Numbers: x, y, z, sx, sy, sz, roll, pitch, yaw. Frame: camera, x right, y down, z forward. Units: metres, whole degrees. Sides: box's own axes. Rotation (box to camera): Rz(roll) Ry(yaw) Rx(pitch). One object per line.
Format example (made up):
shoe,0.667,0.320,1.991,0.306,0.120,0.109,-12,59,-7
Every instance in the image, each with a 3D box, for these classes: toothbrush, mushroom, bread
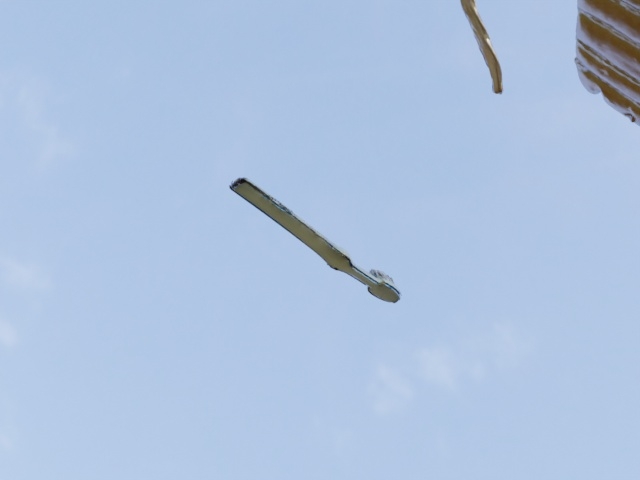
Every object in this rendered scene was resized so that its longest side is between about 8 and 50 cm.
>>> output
toothbrush,0.001,0.004,1.325,0.026,0.028,0.294,-33,-39,20
mushroom,0.101,-0.252,1.004,0.028,0.026,0.286,-22,-79,-5
bread,0.372,-0.176,1.213,0.246,0.239,0.111,36,-102,21
